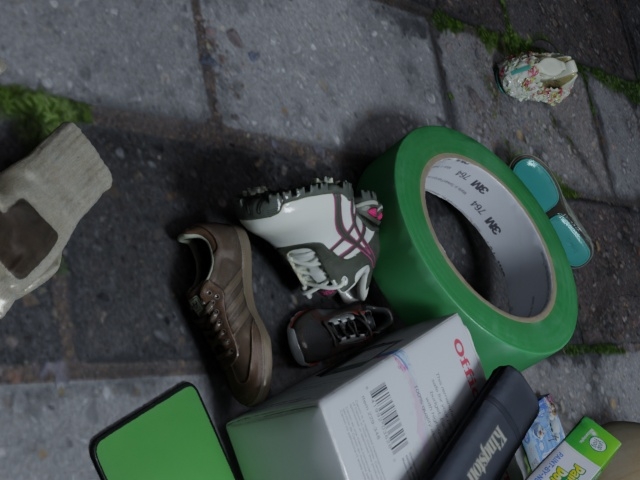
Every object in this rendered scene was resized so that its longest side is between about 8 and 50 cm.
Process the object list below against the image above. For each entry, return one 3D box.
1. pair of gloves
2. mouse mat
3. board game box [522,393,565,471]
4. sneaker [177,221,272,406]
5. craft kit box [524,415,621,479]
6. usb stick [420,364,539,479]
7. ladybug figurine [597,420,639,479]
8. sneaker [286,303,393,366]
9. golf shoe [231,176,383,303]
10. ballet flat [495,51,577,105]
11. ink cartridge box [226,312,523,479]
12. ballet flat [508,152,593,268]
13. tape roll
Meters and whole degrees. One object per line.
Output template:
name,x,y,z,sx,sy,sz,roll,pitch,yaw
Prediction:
pair of gloves,-0.295,-0.066,1.019,0.240,0.042,0.204,48,44,-24
mouse mat,-0.125,0.239,1.126,0.153,0.007,0.189,-28,98,-54
board game box,0.300,0.262,1.662,0.090,0.020,0.090,-18,90,-55
sneaker,-0.100,0.073,1.205,0.071,0.066,0.188,3,66,-35
craft kit box,0.191,0.333,1.287,0.061,0.250,0.247,35,41,17
usb stick,0.157,0.221,1.250,0.278,0.045,0.077,-43,111,-52
ladybug figurine,0.492,0.464,1.696,0.305,0.162,0.449,2,72,-53
sneaker,0.024,0.093,1.341,0.158,0.065,0.061,-17,88,-55
golf shoe,0.000,0.000,1.295,0.273,0.105,0.120,12,74,-63
ballet flat,0.361,-0.260,1.944,0.241,0.077,0.091,-17,87,-55
ink cartridge box,0.067,0.231,1.276,0.306,0.131,0.226,-21,92,-56
ballet flat,0.334,-0.048,1.831,0.213,0.072,0.068,54,11,-22
tape roll,0.184,0.012,1.521,0.321,0.077,0.321,29,42,-29
